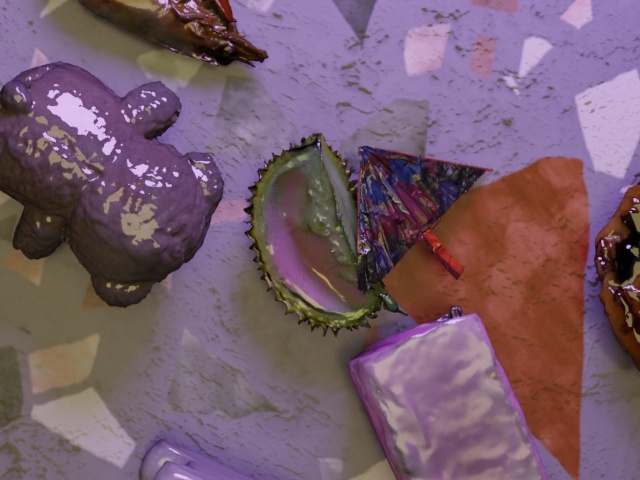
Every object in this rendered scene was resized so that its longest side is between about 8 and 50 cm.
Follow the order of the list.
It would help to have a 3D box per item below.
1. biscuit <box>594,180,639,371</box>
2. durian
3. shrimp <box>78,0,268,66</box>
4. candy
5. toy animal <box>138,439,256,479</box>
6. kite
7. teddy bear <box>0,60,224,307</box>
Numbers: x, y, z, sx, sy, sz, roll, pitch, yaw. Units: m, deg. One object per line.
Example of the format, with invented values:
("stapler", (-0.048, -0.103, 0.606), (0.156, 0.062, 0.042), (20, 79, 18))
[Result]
("biscuit", (0.464, 0.028, 1.870), (0.334, 0.081, 0.289), (-21, 92, -8))
("durian", (-0.002, 0.000, 1.827), (0.137, 0.095, 0.221), (-22, 94, 13))
("shrimp", (-0.166, -0.276, 1.828), (0.267, 0.061, 0.145), (35, 79, -2))
("candy", (0.145, 0.217, 1.832), (0.155, 0.116, 0.265), (-24, 94, -6))
("toy animal", (-0.160, 0.408, 1.771), (0.241, 0.196, 0.368), (36, 86, -6))
("kite", (0.102, -0.034, 1.817), (0.232, 0.009, 0.189), (-46, 110, -27))
("teddy bear", (-0.235, -0.071, 1.777), (0.267, 0.151, 0.236), (38, 90, -3))
